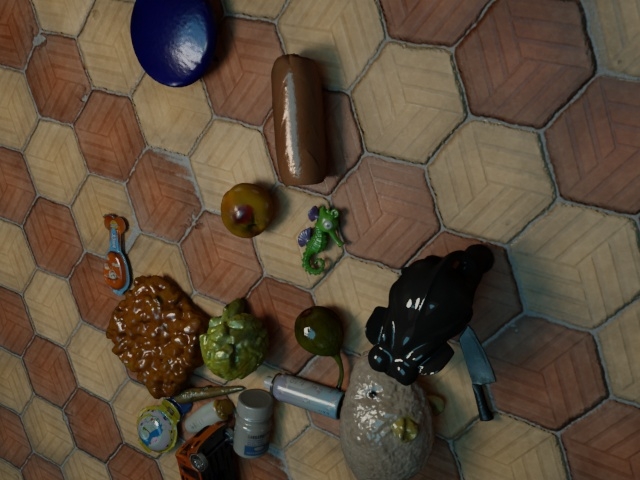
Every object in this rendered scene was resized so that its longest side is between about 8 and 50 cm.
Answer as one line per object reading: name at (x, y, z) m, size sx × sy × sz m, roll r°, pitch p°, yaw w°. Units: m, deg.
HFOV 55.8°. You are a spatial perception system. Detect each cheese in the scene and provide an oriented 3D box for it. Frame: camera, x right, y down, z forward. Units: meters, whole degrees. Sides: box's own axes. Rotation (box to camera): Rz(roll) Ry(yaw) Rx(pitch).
cheese at (-0.622, 0.046, 1.832) m, size 0.106 × 0.037 × 0.256 m, roll 10°, pitch 108°, yaw 24°
cheese at (-0.492, 0.564, 1.884) m, size 0.156 × 0.064 × 0.250 m, roll 42°, pitch 106°, yaw 11°

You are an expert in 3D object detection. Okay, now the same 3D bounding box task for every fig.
fig at (0.020, 0.275, 1.516) m, size 0.124 × 0.124 × 0.236 m, roll -18°, pitch 104°, yaw 30°

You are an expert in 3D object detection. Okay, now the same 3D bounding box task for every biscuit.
biscuit at (-0.476, 0.276, 1.775) m, size 0.312 × 0.110 × 0.318 m, roll 41°, pitch 118°, yaw 14°

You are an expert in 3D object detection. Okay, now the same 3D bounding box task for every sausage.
sausage at (-0.050, -0.277, 1.401) m, size 0.121 × 0.121 × 0.304 m, roll 2°, pitch 105°, yaw 27°

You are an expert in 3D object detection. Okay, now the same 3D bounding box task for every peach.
peach at (-0.186, -0.080, 1.522) m, size 0.138 × 0.138 × 0.138 m, roll 7°, pitch 106°, yaw 26°

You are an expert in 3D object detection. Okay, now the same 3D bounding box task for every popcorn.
popcorn at (-0.229, 0.262, 1.618) m, size 0.198 × 0.198 × 0.212 m, roll -37°, pitch 58°, yaw 30°

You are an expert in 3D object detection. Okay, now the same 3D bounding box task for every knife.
knife at (0.367, 0.304, 1.392) m, size 0.060 × 0.028 × 0.230 m, roll -16°, pitch 92°, yaw 18°

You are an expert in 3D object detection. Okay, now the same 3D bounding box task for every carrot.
carrot at (-0.331, 0.449, 1.782) m, size 0.254 × 0.049 × 0.049 m, roll -13°, pitch 97°, yaw 24°

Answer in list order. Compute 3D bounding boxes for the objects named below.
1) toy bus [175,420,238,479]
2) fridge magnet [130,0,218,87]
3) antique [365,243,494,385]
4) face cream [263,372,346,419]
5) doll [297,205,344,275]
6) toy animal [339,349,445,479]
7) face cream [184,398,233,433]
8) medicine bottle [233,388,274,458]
toy bus at (-0.327, 0.679, 1.765) m, size 0.153 × 0.143 × 0.329 m, roll 10°, pitch 117°, yaw 32°
fridge magnet at (-0.363, -0.518, 1.507) m, size 0.265 × 0.112 × 0.265 m, roll 7°, pitch 105°, yaw 26°
antique at (0.225, 0.155, 1.295) m, size 0.185 × 0.255 × 0.322 m, roll 27°, pitch 116°, yaw 17°
face cream at (-0.045, 0.406, 1.601) m, size 0.229 × 0.075 × 0.075 m, roll 11°, pitch 108°, yaw 24°
doll at (0.000, 0.000, 1.488) m, size 0.115 × 0.050 × 0.190 m, roll 38°, pitch 119°, yaw 22°
toy animal at (0.158, 0.456, 1.443) m, size 0.226 × 0.188 × 0.358 m, roll 12°, pitch 109°, yaw 31°
face cream at (-0.332, 0.522, 1.795) m, size 0.182 × 0.051 × 0.072 m, roll -35°, pitch 88°, yaw 31°
medicine bottle at (-0.187, 0.511, 1.686) m, size 0.105 × 0.105 × 0.168 m, roll 15°, pitch 109°, yaw 24°
